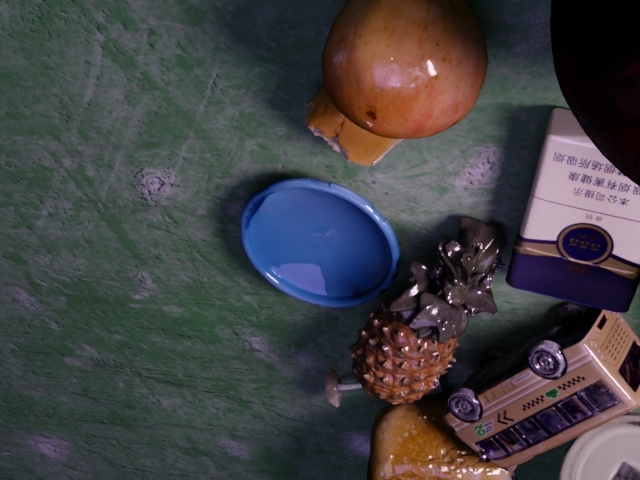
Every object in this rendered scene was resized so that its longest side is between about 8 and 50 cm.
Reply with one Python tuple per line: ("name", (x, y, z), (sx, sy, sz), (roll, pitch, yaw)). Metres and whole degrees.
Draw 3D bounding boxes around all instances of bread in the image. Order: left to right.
("bread", (0.049, -0.154, 1.196), (0.125, 0.082, 0.106), (38, 139, -10))
("bread", (0.198, 0.355, 1.528), (0.247, 0.176, 0.195), (8, 135, 2))

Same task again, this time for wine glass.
("wine glass", (0.107, 0.225, 1.527), (0.198, 0.066, 0.066), (-12, 124, 27))

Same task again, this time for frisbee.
("frisbee", (0.000, 0.000, 1.377), (0.242, 0.045, 0.242), (10, 132, 12))

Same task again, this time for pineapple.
("pineapple", (0.163, 0.099, 1.353), (0.170, 0.141, 0.310), (6, 132, -27))

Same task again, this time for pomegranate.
("pomegranate", (0.095, -0.205, 1.062), (0.191, 0.191, 0.191), (11, 133, 12))

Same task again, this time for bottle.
("bottle", (0.516, 0.391, 1.387), (0.229, 0.229, 0.352), (-18, 144, 33))

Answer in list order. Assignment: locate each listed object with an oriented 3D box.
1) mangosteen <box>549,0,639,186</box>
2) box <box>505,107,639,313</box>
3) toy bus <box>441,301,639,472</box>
("mangosteen", (0.413, -0.207, 0.808), (0.381, 0.381, 0.421), (33, 150, -9))
("box", (0.341, -0.031, 1.199), (0.168, 0.071, 0.259), (13, 132, 10))
("toy bus", (0.320, 0.212, 1.353), (0.157, 0.139, 0.289), (50, 130, 0))
